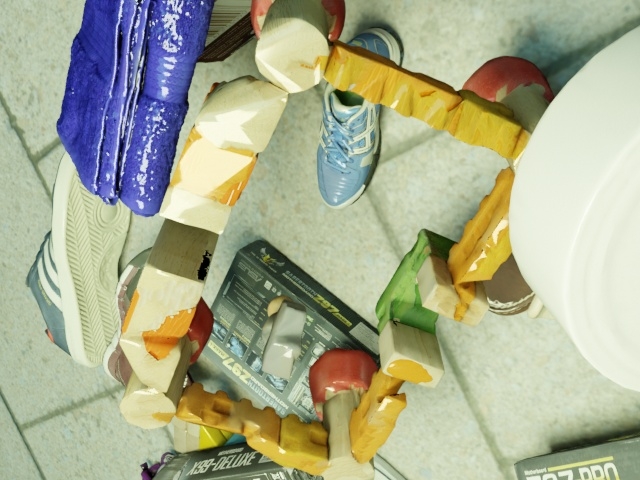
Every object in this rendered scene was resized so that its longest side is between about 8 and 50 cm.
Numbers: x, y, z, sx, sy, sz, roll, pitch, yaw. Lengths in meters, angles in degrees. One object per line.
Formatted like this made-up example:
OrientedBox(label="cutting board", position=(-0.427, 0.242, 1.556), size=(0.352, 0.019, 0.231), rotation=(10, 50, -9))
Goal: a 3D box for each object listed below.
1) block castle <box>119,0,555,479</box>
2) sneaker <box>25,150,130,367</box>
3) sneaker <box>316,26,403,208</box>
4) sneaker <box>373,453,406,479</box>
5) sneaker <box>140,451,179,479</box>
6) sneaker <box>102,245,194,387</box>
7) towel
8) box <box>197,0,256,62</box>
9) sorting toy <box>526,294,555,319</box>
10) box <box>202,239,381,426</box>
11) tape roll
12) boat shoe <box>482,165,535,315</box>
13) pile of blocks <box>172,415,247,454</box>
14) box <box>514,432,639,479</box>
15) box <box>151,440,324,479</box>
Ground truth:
OrientedBox(label="block castle", position=(0.000, 0.000, 0.688), size=(0.303, 0.213, 0.453), rotation=(20, 118, -11))
OrientedBox(label="sneaker", position=(-0.379, 0.017, 1.054), size=(0.148, 0.131, 0.350), rotation=(17, 111, 31))
OrientedBox(label="sneaker", position=(0.027, -0.132, 0.786), size=(0.080, 0.081, 0.211), rotation=(21, 117, 22))
OrientedBox(label="sneaker", position=(0.071, 0.348, 0.909), size=(0.258, 0.091, 0.094), rotation=(24, 117, 23))
OrientedBox(label="sneaker", position=(-0.212, 0.376, 1.099), size=(0.223, 0.083, 0.098), rotation=(-28, 86, 35))
OrientedBox(label="sneaker", position=(-0.217, 0.146, 1.002), size=(0.162, 0.106, 0.281), rotation=(45, 134, 25))
OrientedBox(label="towel", position=(-0.179, -0.204, 0.635), size=(0.227, 0.076, 0.308), rotation=(43, 123, 44))
OrientedBox(label="box", position=(-0.145, -0.324, 0.775), size=(0.168, 0.167, 0.203), rotation=(-25, 92, 34))
OrientedBox(label="sorting toy", position=(0.302, 0.003, 0.607), size=(0.038, 0.208, 0.193), rotation=(-115, 37, -56))
OrientedBox(label="box", position=(-0.043, 0.139, 0.930), size=(0.232, 0.059, 0.183), rotation=(37, 121, 15))
OrientedBox(label="tape roll", position=(0.290, -0.024, 0.513), size=(0.286, 0.100, 0.286), rotation=(-5, 120, -8))
OrientedBox(label="boat shoe", position=(0.236, -0.052, 0.658), size=(0.123, 0.123, 0.342), rotation=(42, 122, 13))
OrientedBox(label="pile of blocks", position=(-0.066, 0.341, 0.984), size=(0.149, 0.112, 0.362), rotation=(-23, 101, 33))
OrientedBox(label="box", position=(0.387, 0.313, 0.602), size=(0.395, 0.097, 0.318), rotation=(-32, 64, 42))
OrientedBox(label="box", position=(-0.053, 0.404, 0.891), size=(0.242, 0.076, 0.307), rotation=(-21, 102, 33))
